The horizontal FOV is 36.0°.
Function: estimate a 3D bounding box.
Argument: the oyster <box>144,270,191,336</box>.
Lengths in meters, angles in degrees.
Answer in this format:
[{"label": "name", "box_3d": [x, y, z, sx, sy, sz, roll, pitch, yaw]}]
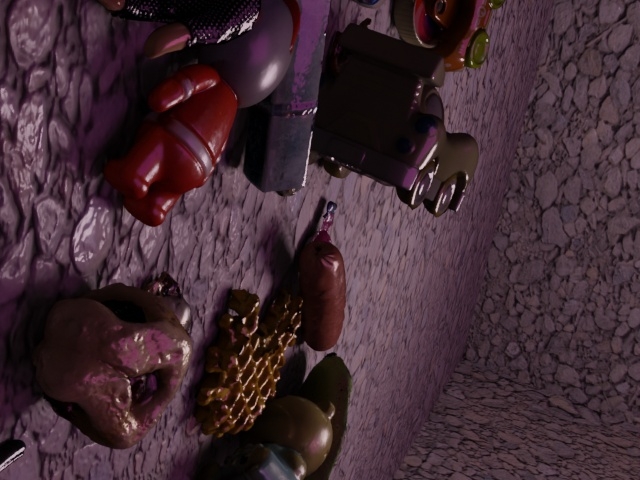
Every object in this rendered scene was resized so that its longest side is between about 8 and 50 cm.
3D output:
[{"label": "oyster", "box_3d": [-0.206, 0.123, 1.259, 0.108, 0.053, 0.165, 16, 104, -46]}]

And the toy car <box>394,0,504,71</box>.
[{"label": "toy car", "box_3d": [0.218, -0.433, 1.796, 0.235, 0.145, 0.235, -30, 130, -43]}]

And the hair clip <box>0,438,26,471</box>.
[{"label": "hair clip", "box_3d": [-0.366, 0.271, 0.976, 0.229, 0.039, 0.070, -51, 154, -47]}]

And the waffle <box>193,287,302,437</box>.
[{"label": "waffle", "box_3d": [-0.112, 0.201, 1.605, 0.293, 0.069, 0.259, 1, 108, -70]}]

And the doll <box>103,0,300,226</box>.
[{"label": "doll", "box_3d": [-0.120, -0.175, 1.112, 0.336, 0.105, 0.200, -56, 162, -15]}]

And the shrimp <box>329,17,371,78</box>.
[{"label": "shrimp", "box_3d": [0.047, -0.315, 1.565, 0.127, 0.025, 0.091, -60, 159, -20]}]

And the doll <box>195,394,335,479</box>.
[{"label": "doll", "box_3d": [-0.079, 0.376, 1.712, 0.161, 0.177, 0.260, 55, 32, -16]}]

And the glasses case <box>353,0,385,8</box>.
[{"label": "glasses case", "box_3d": [0.051, -0.412, 1.380, 0.125, 0.076, 0.327, -70, 162, 6]}]

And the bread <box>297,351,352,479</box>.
[{"label": "bread", "box_3d": [-0.013, 0.360, 1.916, 0.301, 0.045, 0.301, -161, -90, -73]}]

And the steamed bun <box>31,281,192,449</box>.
[{"label": "steamed bun", "box_3d": [-0.236, 0.124, 1.039, 0.172, 0.141, 0.155, -63, 158, -7]}]

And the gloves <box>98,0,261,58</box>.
[{"label": "gloves", "box_3d": [-0.152, -0.254, 0.963, 0.181, 0.106, 0.129, -10, 123, -37]}]

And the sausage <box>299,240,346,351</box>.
[{"label": "sausage", "box_3d": [0.004, 0.108, 1.762, 0.088, 0.088, 0.433, -62, 169, -23]}]

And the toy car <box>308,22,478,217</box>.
[{"label": "toy car", "box_3d": [0.117, -0.182, 1.569, 0.226, 0.242, 0.336, -68, 159, 5]}]

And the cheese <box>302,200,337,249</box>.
[{"label": "cheese", "box_3d": [0.000, 0.000, 1.758, 0.095, 0.038, 0.145, 24, 87, -74]}]

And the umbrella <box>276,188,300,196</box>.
[{"label": "umbrella", "box_3d": [-0.053, -0.114, 1.450, 0.143, 0.062, 0.067, 82, 3, -55]}]

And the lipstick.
[{"label": "lipstick", "box_3d": [-0.046, -0.208, 1.293, 0.076, 0.077, 0.289, -7, 123, -29]}]
